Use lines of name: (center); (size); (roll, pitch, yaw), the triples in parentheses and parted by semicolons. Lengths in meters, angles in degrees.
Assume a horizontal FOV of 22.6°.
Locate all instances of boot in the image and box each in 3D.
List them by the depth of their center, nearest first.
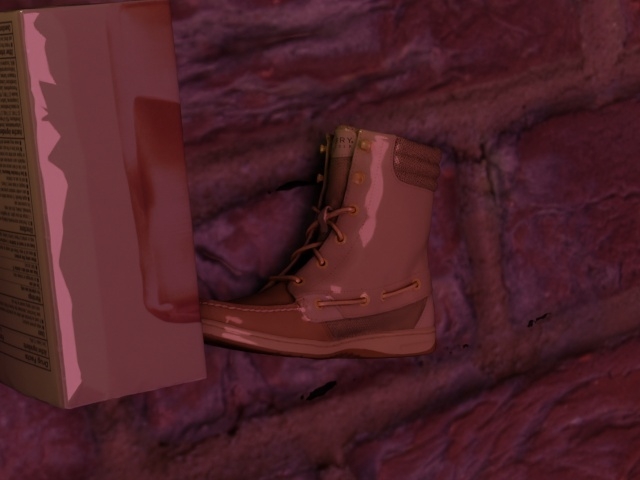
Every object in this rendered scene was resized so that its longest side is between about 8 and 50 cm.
boot: (0.000, 0.000, 1.400); (0.262, 0.095, 0.204); (3, 93, -35)

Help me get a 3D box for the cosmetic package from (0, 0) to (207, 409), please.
cosmetic package: (-0.186, -0.034, 1.246); (0.129, 0.153, 0.296); (-9, 100, -31)
